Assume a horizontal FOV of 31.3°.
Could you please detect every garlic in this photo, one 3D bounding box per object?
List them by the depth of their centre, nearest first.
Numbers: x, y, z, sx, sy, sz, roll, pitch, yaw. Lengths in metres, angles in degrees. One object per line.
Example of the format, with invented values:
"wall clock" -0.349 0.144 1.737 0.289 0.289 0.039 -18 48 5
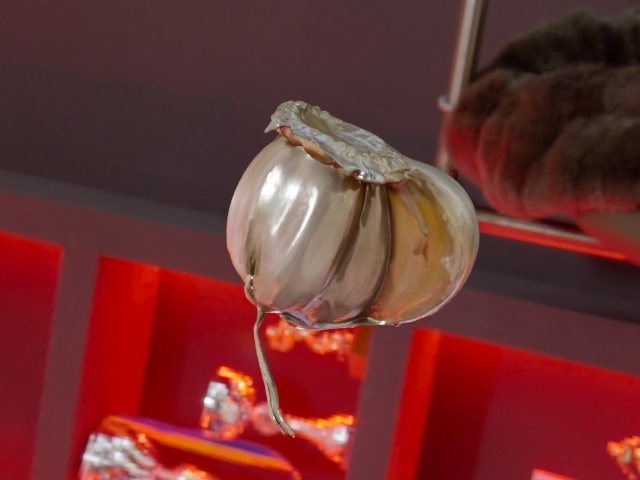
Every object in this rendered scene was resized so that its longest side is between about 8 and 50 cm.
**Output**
"garlic" 0.000 0.000 0.862 0.207 0.207 0.256 86 -158 -43
